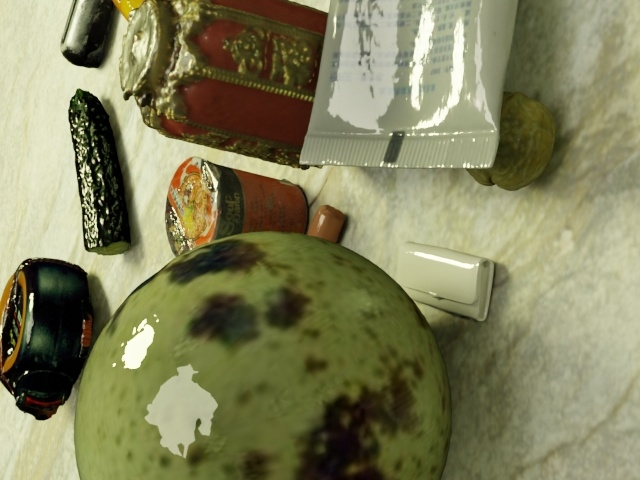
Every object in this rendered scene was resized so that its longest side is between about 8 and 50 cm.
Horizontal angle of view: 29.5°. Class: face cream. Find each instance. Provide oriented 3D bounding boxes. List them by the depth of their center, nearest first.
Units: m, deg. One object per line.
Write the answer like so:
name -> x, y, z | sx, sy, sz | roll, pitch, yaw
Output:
face cream -> 0.095, -0.273, 1.123 | 0.234, 0.137, 0.420 | 5, 83, 43

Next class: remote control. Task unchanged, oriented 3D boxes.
remote control -> -0.349, -0.397, 1.872 | 0.090, 0.066, 0.266 | 32, 113, 48

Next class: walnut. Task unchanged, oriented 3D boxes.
walnut -> 0.167, -0.089, 1.087 | 0.092, 0.092, 0.092 | -8, 80, 55

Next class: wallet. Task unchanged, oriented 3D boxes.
wallet -> 0.120, 0.038, 1.191 | 0.122, 0.025, 0.061 | 14, 105, 54

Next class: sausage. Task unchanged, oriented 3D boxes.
sausage -> 0.000, 0.000, 1.357 | 0.034, 0.034, 0.083 | 50, 125, 45

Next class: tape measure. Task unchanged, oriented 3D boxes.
tape measure -> -0.424, 0.138, 1.872 | 0.202, 0.135, 0.223 | 41, 118, 61

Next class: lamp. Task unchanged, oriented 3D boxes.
lamp -> -0.067, -0.172, 1.262 | 0.177, 0.273, 0.177 | -32, 52, 54

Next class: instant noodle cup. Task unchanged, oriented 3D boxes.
instant noodle cup -> -0.093, -0.030, 1.404 | 0.127, 0.135, 0.127 | -7, 82, 55

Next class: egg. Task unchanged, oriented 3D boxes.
egg -> -0.062, 0.176, 1.164 | 0.428, 0.345, 0.345 | 131, 132, -58

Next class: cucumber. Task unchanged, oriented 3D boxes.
cucumber -> -0.336, -0.111, 1.820 | 0.072, 0.072, 0.300 | -41, 54, 45

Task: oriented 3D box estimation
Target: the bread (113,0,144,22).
bread -> -0.226, -0.338, 1.670 | 0.245, 0.094, 0.102 | 52, 133, 44
